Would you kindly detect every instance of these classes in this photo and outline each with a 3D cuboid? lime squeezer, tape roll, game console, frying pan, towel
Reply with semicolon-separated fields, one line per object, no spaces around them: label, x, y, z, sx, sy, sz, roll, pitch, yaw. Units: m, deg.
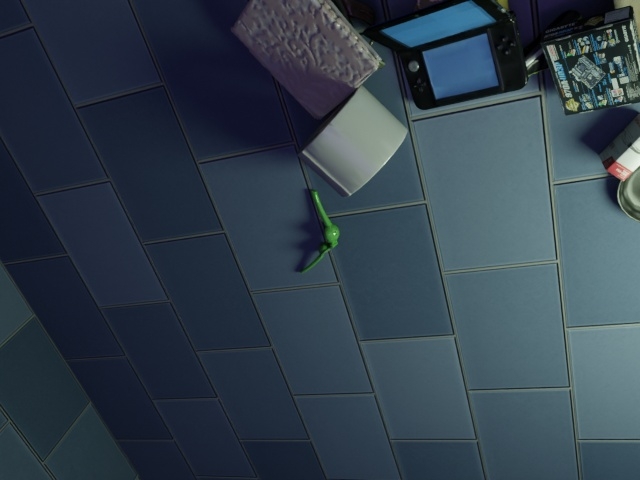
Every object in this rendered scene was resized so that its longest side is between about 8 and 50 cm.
lime squeezer;0.000;0.000;1.704;0.110;0.058;0.310;14;124;7
tape roll;0.080;-0.254;1.412;0.169;0.246;0.246;41;123;-12
game console;0.286;-0.416;1.248;0.293;0.173;0.250;-3;119;40
frying pan;0.834;-0.187;1.354;0.197;0.053;0.326;-11;115;22
towel;-0.043;-0.480;1.346;0.332;0.053;0.317;45;151;-12

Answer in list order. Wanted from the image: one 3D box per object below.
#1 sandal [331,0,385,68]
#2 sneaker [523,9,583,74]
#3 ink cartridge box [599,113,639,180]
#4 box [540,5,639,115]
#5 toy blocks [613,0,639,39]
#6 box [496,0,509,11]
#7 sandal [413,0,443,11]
sandal;0.079;-0.549;1.313;0.086;0.120;0.302;-28;110;14
sneaker;0.527;-0.422;1.277;0.097;0.084;0.235;40;123;-12
ink cartridge box;0.753;-0.226;1.324;0.056;0.099;0.135;31;124;-4
box;0.603;-0.383;1.199;0.175;0.051;0.220;-4;141;39
toy blocks;0.781;-0.468;1.137;0.382;0.190;0.260;-6;128;31
box;0.386;-0.542;1.258;0.088;0.058;0.232;-10;118;21
sandal;0.257;-0.586;1.255;0.088;0.079;0.239;15;123;7
